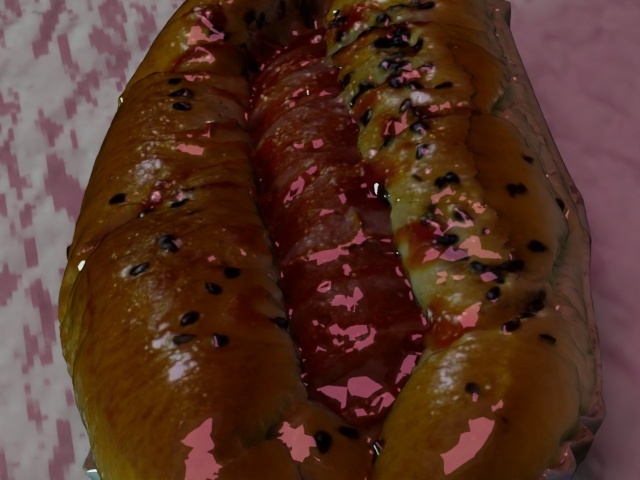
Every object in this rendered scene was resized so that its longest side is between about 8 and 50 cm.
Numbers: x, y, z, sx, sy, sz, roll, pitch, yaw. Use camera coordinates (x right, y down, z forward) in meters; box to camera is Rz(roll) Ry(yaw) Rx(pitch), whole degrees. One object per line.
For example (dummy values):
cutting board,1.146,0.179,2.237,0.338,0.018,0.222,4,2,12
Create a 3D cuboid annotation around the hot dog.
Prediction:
hot dog,0.000,0.000,0.518,0.144,0.075,0.268,-9,40,3
